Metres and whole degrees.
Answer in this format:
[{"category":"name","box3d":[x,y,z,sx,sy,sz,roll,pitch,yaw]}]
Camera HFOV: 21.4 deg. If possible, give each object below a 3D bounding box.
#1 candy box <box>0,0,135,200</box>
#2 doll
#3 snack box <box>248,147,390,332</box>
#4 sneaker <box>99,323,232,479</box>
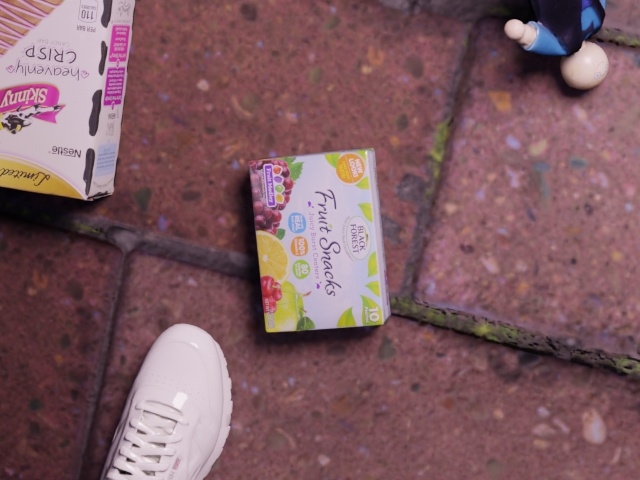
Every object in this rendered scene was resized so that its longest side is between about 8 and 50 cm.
[{"category":"candy box","box3d":[-0.241,-0.160,1.394,0.159,0.071,0.233,9,99,12]},{"category":"doll","box3d":[0.177,-0.192,1.266,0.046,0.129,0.189,14,140,38]},{"category":"snack box","box3d":[0.000,0.000,1.372,0.100,0.037,0.141,-5,95,12]},{"category":"sneaker","box3d":[-0.138,0.184,1.394,0.090,0.095,0.235,17,95,11]}]
